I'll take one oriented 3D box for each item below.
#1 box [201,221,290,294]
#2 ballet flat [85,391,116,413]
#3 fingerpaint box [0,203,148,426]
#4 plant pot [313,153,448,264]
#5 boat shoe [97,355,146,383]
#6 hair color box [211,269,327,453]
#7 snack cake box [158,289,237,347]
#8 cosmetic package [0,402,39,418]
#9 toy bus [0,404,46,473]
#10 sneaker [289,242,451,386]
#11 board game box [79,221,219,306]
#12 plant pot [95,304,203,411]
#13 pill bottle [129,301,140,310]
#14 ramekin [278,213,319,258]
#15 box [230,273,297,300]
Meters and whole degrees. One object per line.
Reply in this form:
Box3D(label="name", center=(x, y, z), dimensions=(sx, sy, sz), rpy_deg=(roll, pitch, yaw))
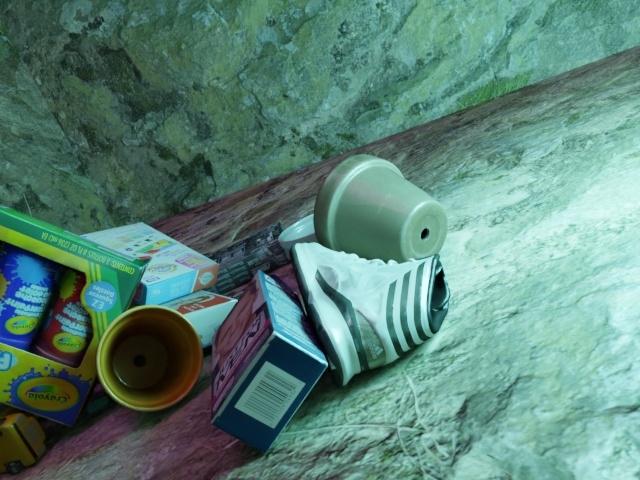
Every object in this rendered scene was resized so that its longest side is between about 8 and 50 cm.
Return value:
Box3D(label="box", center=(-0.238, 0.061, 1.894), dimensions=(0.307, 0.077, 0.242), rpy_deg=(-25, 15, 0))
Box3D(label="ballet flat", center=(-0.464, 0.346, 1.370), dimensions=(0.114, 0.041, 0.041), rpy_deg=(-26, 15, -5))
Box3D(label="fingerpaint box", center=(-0.659, 0.138, 1.329), dimensions=(0.371, 0.444, 0.163), rpy_deg=(-66, 10, -3))
Box3D(label="plant pot", center=(0.152, -0.046, 1.374), dimensions=(0.263, 0.263, 0.229), rpy_deg=(-33, 34, -27))
Box3D(label="boat shoe", center=(-0.469, 0.289, 1.485), dimensions=(0.223, 0.080, 0.073), rpy_deg=(-12, 3, 4))
Box3D(label="hair color box", center=(-0.103, 0.189, 1.067), dimensions=(0.174, 0.105, 0.347), rpy_deg=(-55, 14, 4))
Box3D(label="snack cake box", center=(-0.309, 0.189, 1.488), dimensions=(0.152, 0.089, 0.264), rpy_deg=(-13, 8, -29))
Box3D(label="cosmetic package", center=(-0.815, 0.275, 1.493), dimensions=(0.217, 0.385, 0.156), rpy_deg=(-28, 15, -11))
Box3D(label="toy bus", center=(-0.729, 0.441, 1.337), dimensions=(0.332, 0.108, 0.130), rpy_deg=(-20, 14, 21))
Box3D(label="sneaker", center=(0.096, 0.097, 1.163), dimensions=(0.257, 0.169, 0.447), rpy_deg=(-18, 22, -5))
Box3D(label="board game box", center=(-0.465, 0.055, 1.620), dimensions=(0.316, 0.064, 0.242), rpy_deg=(25, 25, 30))
Box3D(label="plant pot", center=(-0.364, 0.248, 1.281), dimensions=(0.205, 0.205, 0.188), rpy_deg=(-33, 1, -27))
Box3D(label="pill bottle", center=(-0.524, 0.147, 1.762), dimensions=(0.228, 0.229, 0.408), rpy_deg=(-21, 16, 15))
Box3D(label="ramekin", center=(0.000, 0.000, 1.662), dimensions=(0.207, 0.109, 0.207), rpy_deg=(-23, 16, 7))
Box3D(label="box", center=(-0.142, 0.147, 1.529), dimensions=(0.136, 0.037, 0.225), rpy_deg=(-28, 17, -11))
